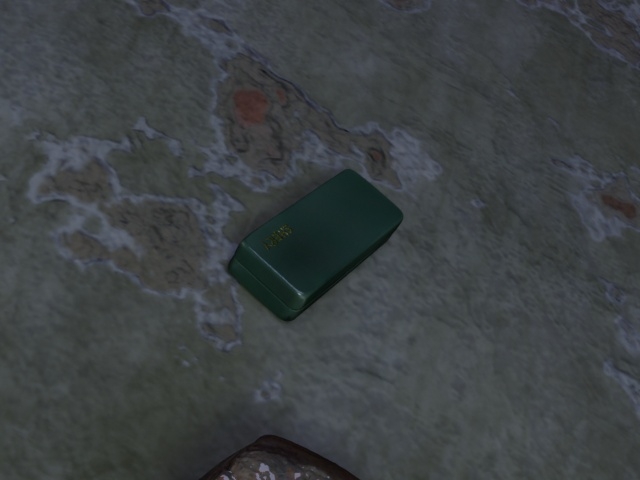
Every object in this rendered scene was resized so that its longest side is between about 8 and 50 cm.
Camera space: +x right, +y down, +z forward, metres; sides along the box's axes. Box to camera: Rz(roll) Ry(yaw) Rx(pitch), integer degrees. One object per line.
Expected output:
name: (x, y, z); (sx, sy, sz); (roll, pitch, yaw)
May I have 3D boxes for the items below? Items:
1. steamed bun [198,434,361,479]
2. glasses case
steamed bun: (-0.030, 0.208, 0.691); (0.145, 0.106, 0.175); (35, 42, 2)
glasses case: (0.000, 0.000, 0.967); (0.078, 0.039, 0.184); (42, 41, 9)
